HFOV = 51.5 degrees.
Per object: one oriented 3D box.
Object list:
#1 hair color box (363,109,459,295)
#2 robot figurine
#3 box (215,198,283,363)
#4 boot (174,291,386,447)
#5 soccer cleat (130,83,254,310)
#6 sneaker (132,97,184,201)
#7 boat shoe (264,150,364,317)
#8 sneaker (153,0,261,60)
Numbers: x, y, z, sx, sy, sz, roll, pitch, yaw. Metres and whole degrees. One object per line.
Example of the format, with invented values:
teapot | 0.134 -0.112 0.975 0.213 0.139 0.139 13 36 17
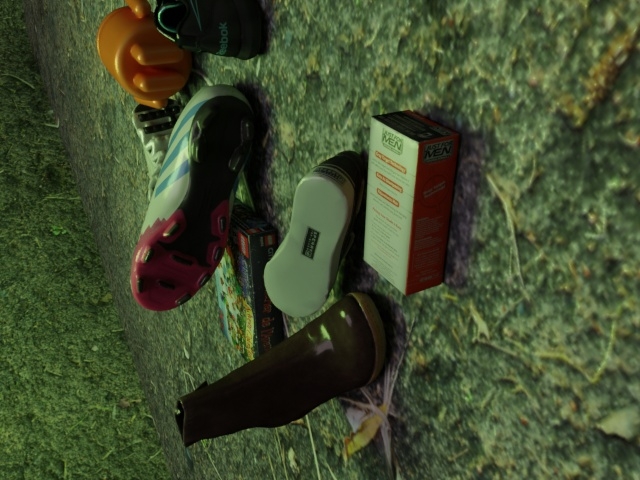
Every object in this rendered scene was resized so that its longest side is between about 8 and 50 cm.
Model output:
hair color box | 0.075 -0.032 0.570 0.072 0.043 0.141 43 140 49
robot figurine | -0.288 -0.303 1.075 0.158 0.128 0.219 47 179 -43
box | -0.113 0.067 1.002 0.159 0.044 0.233 36 133 54
boot | -0.050 0.155 0.729 0.090 0.206 0.248 63 152 25
soccer cleat | -0.178 -0.061 0.932 0.331 0.116 0.143 -65 27 16
sneaker | -0.246 -0.105 1.137 0.118 0.110 0.292 104 152 -57
boat shoe | 0.000 0.000 0.713 0.077 0.070 0.219 32 135 9
sneaker | -0.168 -0.319 0.851 0.267 0.106 0.101 54 148 40
